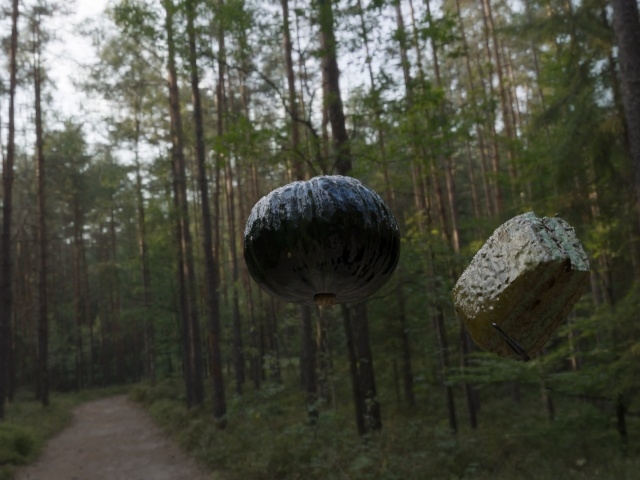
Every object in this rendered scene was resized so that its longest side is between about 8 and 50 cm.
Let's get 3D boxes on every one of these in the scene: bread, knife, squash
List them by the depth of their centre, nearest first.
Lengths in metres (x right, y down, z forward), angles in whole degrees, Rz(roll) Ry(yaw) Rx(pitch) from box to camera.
[{"bbox_3d":[0.186,0.100,0.616,0.010,0.023,0.170,-48,-32,4],"label":"knife"},{"bbox_3d":[0.002,0.004,0.871,0.218,0.173,0.218,-5,-7,-1],"label":"squash"},{"bbox_3d":[0.285,0.063,0.908,0.102,0.138,0.196,15,-56,-22],"label":"bread"}]
